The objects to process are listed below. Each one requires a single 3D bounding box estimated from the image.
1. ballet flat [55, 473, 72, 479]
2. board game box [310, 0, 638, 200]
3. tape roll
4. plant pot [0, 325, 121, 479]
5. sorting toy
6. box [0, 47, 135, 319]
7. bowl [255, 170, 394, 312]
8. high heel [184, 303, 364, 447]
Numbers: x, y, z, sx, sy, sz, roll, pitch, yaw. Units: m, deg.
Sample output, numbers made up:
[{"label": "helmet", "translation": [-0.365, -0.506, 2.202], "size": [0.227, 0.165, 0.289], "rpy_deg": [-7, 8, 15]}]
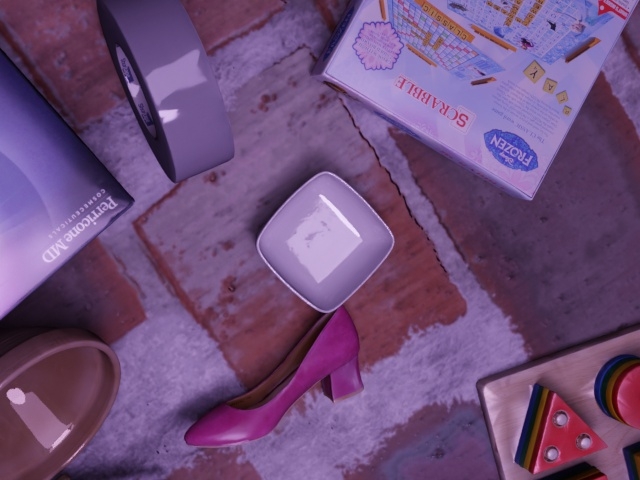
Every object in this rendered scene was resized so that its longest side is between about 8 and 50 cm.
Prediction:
[{"label": "ballet flat", "translation": [-0.169, 0.356, 1.447], "size": [0.349, 0.123, 0.123], "rpy_deg": [17, 91, -16]}, {"label": "board game box", "translation": [0.199, -0.263, 1.497], "size": [0.319, 0.066, 0.318], "rpy_deg": [30, 87, -16]}, {"label": "tape roll", "translation": [-0.171, -0.176, 1.328], "size": [0.072, 0.219, 0.219], "rpy_deg": [-25, 102, -12]}, {"label": "plant pot", "translation": [-0.349, 0.178, 1.350], "size": [0.110, 0.237, 0.237], "rpy_deg": [37, 85, 25]}, {"label": "sorting toy", "translation": [0.365, 0.272, 1.586], "size": [0.257, 0.089, 0.255], "rpy_deg": [-18, 100, -12]}, {"label": "box", "translation": [-0.408, -0.060, 1.299], "size": [0.296, 0.183, 0.294], "rpy_deg": [-42, 105, -6]}, {"label": "bowl", "translation": [0.000, 0.000, 1.479], "size": [0.142, 0.053, 0.142], "rpy_deg": [-46, 106, -6]}, {"label": "high heel", "translation": [-0.060, 0.165, 1.461], "size": [0.244, 0.082, 0.117], "rpy_deg": [-18, 107, -16]}]
